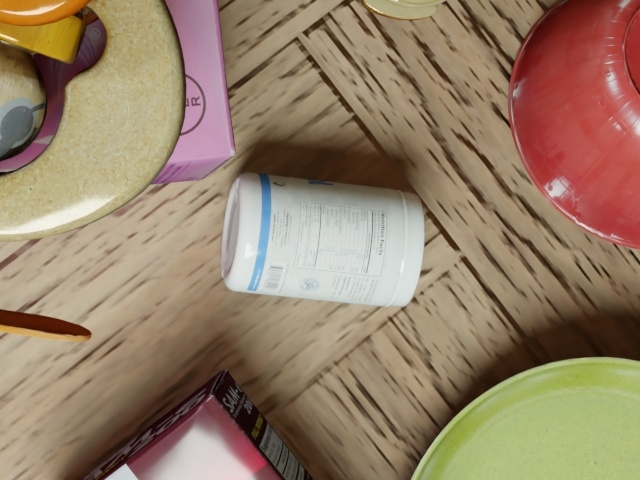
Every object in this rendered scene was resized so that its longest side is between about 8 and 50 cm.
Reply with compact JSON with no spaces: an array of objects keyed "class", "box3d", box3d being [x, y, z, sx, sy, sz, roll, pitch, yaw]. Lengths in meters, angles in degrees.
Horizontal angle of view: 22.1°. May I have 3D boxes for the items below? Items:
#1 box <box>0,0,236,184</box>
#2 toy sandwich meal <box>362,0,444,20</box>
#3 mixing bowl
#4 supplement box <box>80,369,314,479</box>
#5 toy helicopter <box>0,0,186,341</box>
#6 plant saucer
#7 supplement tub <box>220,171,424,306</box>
[{"class":"box","box3d":[-0.184,-0.132,0.892,0.242,0.117,0.214,-6,87,-12]},{"class":"toy sandwich meal","box3d":[0.054,-0.174,0.994,0.085,0.029,0.086,2,82,-13]},{"class":"mixing bowl","box3d":[0.209,-0.091,0.967,0.181,0.098,0.182,1,77,-4]},{"class":"supplement box","box3d":[-0.031,0.207,0.905,0.130,0.073,0.239,-38,94,6]},{"class":"toy helicopter","box3d":[-0.239,-0.050,0.768,0.355,0.140,0.235,-7,97,-3]},{"class":"plant saucer","box3d":[0.159,0.187,0.968,0.240,0.037,0.241,0,93,-6]},{"class":"supplement tub","box3d":[0.000,0.000,0.945,0.107,0.071,0.071,6,84,-13]}]
